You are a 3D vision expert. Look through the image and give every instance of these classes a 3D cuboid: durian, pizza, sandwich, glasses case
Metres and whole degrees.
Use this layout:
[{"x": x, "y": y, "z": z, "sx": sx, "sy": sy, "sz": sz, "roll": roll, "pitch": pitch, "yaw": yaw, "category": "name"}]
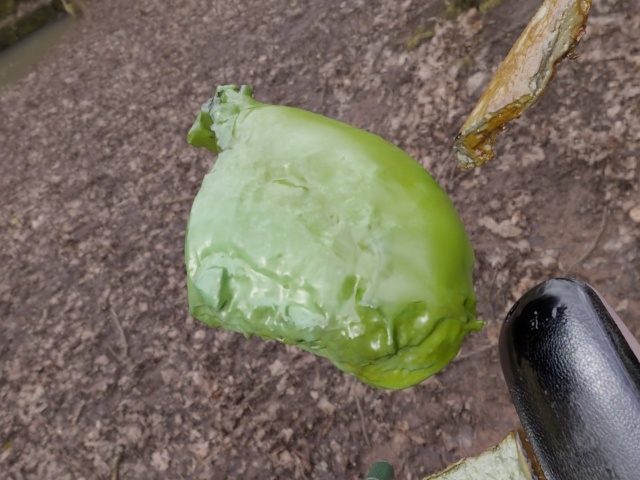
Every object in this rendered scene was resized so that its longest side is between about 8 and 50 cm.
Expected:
[{"x": 0.000, "y": 0.000, "z": 0.624, "sx": 0.339, "sy": 0.204, "sz": 0.256, "roll": 17, "pitch": 57, "yaw": 14, "category": "durian"}, {"x": 0.242, "y": -0.201, "z": 0.738, "sx": 0.271, "sy": 0.056, "sz": 0.134, "roll": -57, "pitch": 8, "yaw": -4, "category": "pizza"}, {"x": 0.230, "y": 0.413, "z": 0.893, "sx": 0.251, "sy": 0.087, "sz": 0.226, "roll": -41, "pitch": 41, "yaw": 26, "category": "sandwich"}, {"x": 0.239, "y": 0.170, "z": 0.521, "sx": 0.075, "sy": 0.122, "sz": 0.314, "roll": 10, "pitch": 44, "yaw": -32, "category": "glasses case"}]

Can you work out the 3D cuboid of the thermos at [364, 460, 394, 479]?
[{"x": 0.158, "y": 0.663, "z": 1.767, "sx": 0.073, "sy": 0.083, "sz": 0.187, "roll": 24, "pitch": 8, "yaw": 15, "category": "thermos"}]
